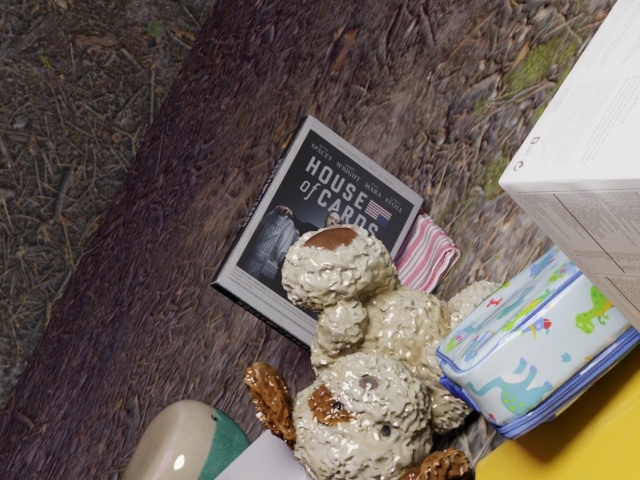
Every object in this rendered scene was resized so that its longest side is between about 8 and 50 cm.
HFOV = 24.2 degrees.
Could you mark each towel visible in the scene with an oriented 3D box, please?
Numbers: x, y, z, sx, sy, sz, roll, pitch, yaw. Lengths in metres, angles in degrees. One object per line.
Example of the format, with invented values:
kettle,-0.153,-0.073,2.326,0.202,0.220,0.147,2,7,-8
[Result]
towel,0.091,0.037,1.757,0.144,0.029,0.197,-53,18,7

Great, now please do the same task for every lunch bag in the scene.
lunch bag,0.183,0.079,1.238,0.176,0.090,0.219,-39,2,-2

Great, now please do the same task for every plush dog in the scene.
plush dog,0.055,0.143,1.430,0.225,0.262,0.211,-57,-18,-33

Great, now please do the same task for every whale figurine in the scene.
whale figurine,-0.175,0.324,1.786,0.272,0.141,0.216,-59,15,15

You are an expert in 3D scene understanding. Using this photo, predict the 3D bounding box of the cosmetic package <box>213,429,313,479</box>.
cosmetic package,-0.042,0.272,1.527,0.231,0.085,0.117,-45,45,44

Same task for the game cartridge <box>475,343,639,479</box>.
game cartridge,0.235,0.196,1.103,0.323,0.052,0.285,-42,23,32

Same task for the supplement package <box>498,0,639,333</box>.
supplement package,0.307,-0.054,1.009,0.199,0.198,0.262,-55,25,-19

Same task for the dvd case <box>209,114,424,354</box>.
dvd case,0.000,0.000,1.722,0.029,0.179,0.239,-19,39,61
